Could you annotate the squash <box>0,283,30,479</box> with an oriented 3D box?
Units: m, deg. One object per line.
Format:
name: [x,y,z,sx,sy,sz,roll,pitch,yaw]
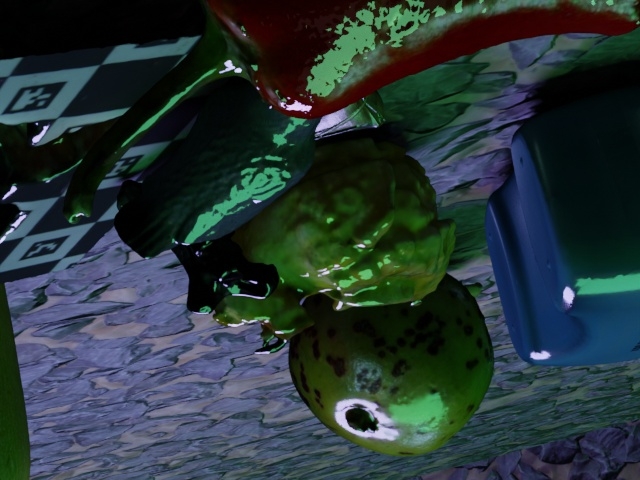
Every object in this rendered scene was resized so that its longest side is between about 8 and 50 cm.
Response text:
squash: [-0.303,0.140,1.297,0.132,0.247,0.132,-13,164,-4]

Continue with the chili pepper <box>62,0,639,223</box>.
chili pepper: [0.001,-0.136,0.855,0.338,0.134,0.131,-17,152,-6]

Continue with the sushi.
sushi: [-0.241,-0.054,1.036,0.343,0.064,0.359,-14,161,-41]

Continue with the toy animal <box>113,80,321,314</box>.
toy animal: [-0.072,-0.055,1.045,0.117,0.121,0.210,-11,146,-33]

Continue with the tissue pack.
tissue pack: [0.263,-0.010,1.348,0.206,0.198,0.287,-11,161,-7]

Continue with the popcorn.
popcorn: [0.004,-0.002,1.285,0.195,0.173,0.168,-31,180,20]

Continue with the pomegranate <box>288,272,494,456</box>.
pomegranate: [0.079,0.100,1.604,0.211,0.211,0.263,-28,-161,38]

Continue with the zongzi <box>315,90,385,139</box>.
zongzi: [-0.002,-0.103,1.134,0.076,0.040,0.083,-14,152,20]
